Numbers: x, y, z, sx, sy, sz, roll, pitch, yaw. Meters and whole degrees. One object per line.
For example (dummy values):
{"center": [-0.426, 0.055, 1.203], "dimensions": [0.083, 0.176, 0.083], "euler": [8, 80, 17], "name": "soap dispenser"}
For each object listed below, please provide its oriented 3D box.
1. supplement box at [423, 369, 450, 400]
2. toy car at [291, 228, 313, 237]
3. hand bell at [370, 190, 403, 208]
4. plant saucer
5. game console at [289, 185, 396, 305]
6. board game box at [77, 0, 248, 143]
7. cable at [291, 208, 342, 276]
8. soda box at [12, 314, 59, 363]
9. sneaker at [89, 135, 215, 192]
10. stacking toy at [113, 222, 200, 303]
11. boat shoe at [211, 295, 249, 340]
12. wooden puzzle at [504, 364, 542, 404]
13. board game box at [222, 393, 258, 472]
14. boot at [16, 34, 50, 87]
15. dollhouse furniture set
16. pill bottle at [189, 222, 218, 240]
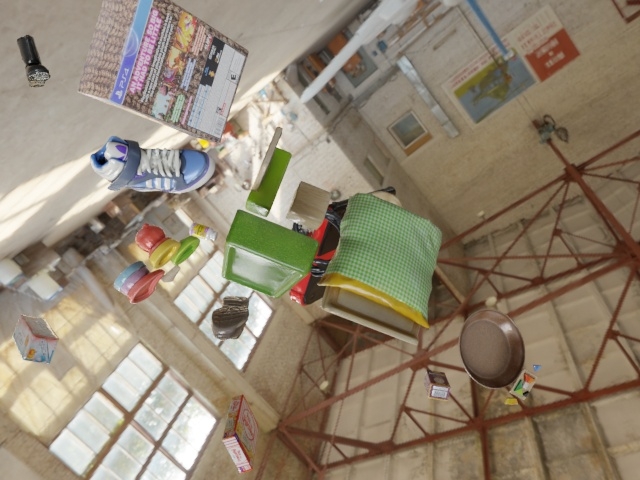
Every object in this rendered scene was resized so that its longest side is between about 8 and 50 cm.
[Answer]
{"center": [0.316, 0.392, 1.301], "dimensions": [0.083, 0.054, 0.043], "euler": [-80, 178, -77], "name": "supplement box"}
{"center": [0.026, -0.012, 1.566], "dimensions": [0.225, 0.238, 0.053], "euler": [-43, -145, 39], "name": "toy car"}
{"center": [0.148, -0.002, 1.062], "dimensions": [0.126, 0.126, 0.242], "euler": [-37, -153, 16], "name": "hand bell"}
{"center": [0.432, 0.276, 1.229], "dimensions": [0.198, 0.198, 0.036], "euler": [-46, -177, -21], "name": "plant saucer"}
{"center": [0.071, 0.010, 1.438], "dimensions": [0.386, 0.060, 0.342], "euler": [-22, 137, -53], "name": "game console"}
{"center": [-0.336, -0.376, 1.060], "dimensions": [0.141, 0.290, 0.232], "euler": [21, -86, 36], "name": "board game box"}
{"center": [0.000, 0.000, 1.192], "dimensions": [0.150, 0.184, 0.047], "euler": [-43, 177, 5], "name": "cable"}
{"center": [-0.671, 0.229, 1.125], "dimensions": [0.183, 0.058, 0.063], "euler": [12, -99, 51], "name": "soda box"}
{"center": [-0.501, -0.225, 1.395], "dimensions": [0.322, 0.130, 0.236], "euler": [-5, 168, 17], "name": "sneaker"}
{"center": [-0.593, 0.061, 1.720], "dimensions": [0.309, 0.130, 0.279], "euler": [-50, 175, 20], "name": "stacking toy"}
{"center": [-0.326, 0.309, 1.783], "dimensions": [0.132, 0.131, 0.355], "euler": [4, -171, 0], "name": "boat shoe"}
{"center": [0.494, 0.351, 1.160], "dimensions": [0.014, 0.078, 0.117], "euler": [31, -82, 58], "name": "wooden puzzle"}
{"center": [-0.258, 0.626, 1.563], "dimensions": [0.045, 0.147, 0.193], "euler": [-18, -159, 6], "name": "board game box"}
{"center": [-0.634, -0.400, 1.056], "dimensions": [0.045, 0.099, 0.121], "euler": [-15, -171, -34], "name": "boot"}
{"center": [0.045, -0.005, 0.628], "dimensions": [0.151, 0.301, 0.198], "euler": [130, -20, -65], "name": "dollhouse furniture set"}
{"center": [-0.369, -0.026, 1.520], "dimensions": [0.043, 0.083, 0.044], "euler": [16, 90, -87], "name": "pill bottle"}
